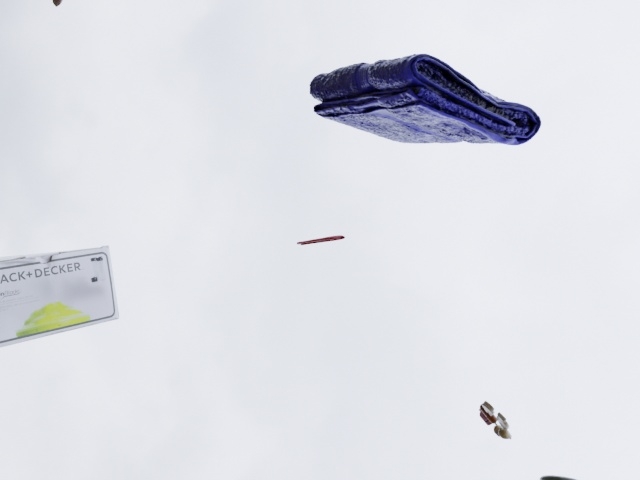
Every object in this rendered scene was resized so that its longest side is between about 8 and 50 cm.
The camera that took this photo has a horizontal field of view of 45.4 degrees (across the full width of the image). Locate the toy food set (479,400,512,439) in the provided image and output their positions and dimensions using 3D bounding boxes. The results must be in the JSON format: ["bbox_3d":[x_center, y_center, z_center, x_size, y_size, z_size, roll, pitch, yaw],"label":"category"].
[{"bbox_3d":[0.320,0.334,1.419,0.019,0.122,0.078,-40,-130,-8],"label":"toy food set"}]

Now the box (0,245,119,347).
[{"bbox_3d":[-0.391,0.066,0.886,0.290,0.169,0.087,-5,-87,39],"label":"box"}]

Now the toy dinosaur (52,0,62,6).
[{"bbox_3d":[-0.288,-0.364,0.768,0.296,0.200,0.127,-25,-141,19],"label":"toy dinosaur"}]

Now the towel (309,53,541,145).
[{"bbox_3d":[0.135,-0.186,1.112,0.308,0.228,0.076,15,-95,63],"label":"towel"}]

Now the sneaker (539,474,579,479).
[{"bbox_3d":[0.347,0.406,0.988,0.087,0.227,0.130,-9,-130,48],"label":"sneaker"}]

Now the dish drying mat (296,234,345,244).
[{"bbox_3d":[0.000,0.000,1.150,0.083,0.032,0.008,-9,-90,54],"label":"dish drying mat"}]
